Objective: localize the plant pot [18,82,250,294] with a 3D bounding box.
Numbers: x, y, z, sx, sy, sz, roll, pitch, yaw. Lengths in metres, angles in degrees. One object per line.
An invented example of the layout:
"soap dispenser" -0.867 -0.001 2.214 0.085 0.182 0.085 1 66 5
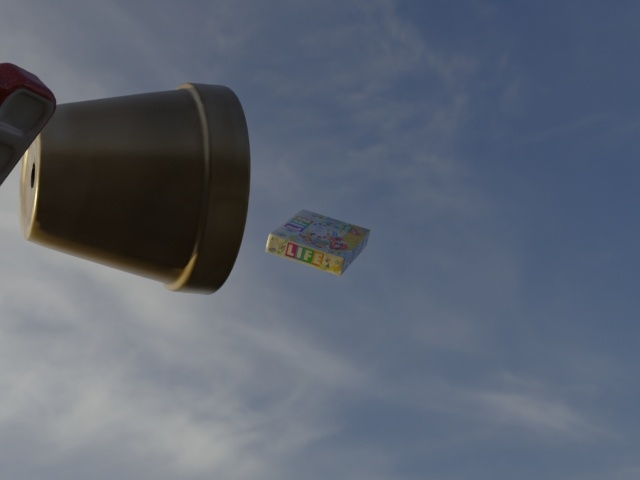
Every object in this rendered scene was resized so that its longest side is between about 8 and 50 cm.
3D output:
"plant pot" -0.288 -0.083 1.367 0.280 0.323 0.323 3 -35 -26

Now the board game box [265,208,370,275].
"board game box" 0.000 0.000 1.237 0.103 0.154 0.026 17 -72 10

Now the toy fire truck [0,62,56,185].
"toy fire truck" -0.393 -0.048 0.812 0.302 0.169 0.254 -54 -25 6
